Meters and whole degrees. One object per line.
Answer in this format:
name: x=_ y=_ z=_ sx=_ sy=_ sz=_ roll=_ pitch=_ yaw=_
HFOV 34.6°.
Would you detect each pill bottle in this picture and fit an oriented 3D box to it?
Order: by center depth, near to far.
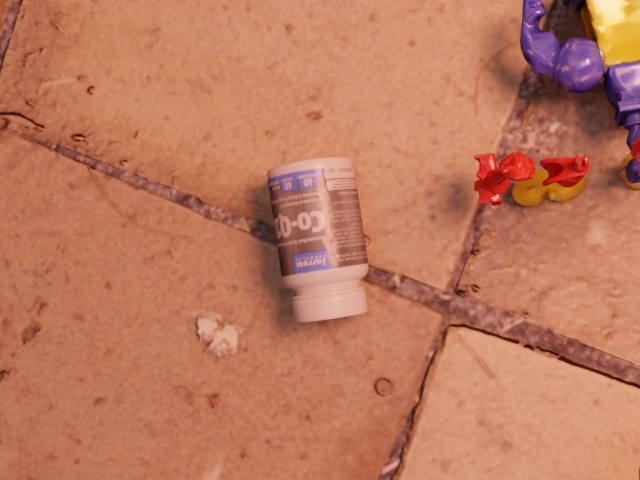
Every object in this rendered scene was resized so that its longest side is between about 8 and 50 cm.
pill bottle: x=0.000 y=0.000 z=0.901 sx=0.078 sy=0.078 sz=0.137 roll=-9 pitch=87 yaw=13

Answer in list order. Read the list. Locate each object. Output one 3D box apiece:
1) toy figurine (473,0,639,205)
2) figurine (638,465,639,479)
toy figurine: x=0.283 y=-0.164 z=0.784 sx=0.363 sy=0.191 sz=0.217 roll=-9 pitch=83 yaw=12
figurine: x=0.284 y=0.281 z=0.788 sx=0.209 sy=0.092 sz=0.215 roll=38 pitch=136 yaw=17
